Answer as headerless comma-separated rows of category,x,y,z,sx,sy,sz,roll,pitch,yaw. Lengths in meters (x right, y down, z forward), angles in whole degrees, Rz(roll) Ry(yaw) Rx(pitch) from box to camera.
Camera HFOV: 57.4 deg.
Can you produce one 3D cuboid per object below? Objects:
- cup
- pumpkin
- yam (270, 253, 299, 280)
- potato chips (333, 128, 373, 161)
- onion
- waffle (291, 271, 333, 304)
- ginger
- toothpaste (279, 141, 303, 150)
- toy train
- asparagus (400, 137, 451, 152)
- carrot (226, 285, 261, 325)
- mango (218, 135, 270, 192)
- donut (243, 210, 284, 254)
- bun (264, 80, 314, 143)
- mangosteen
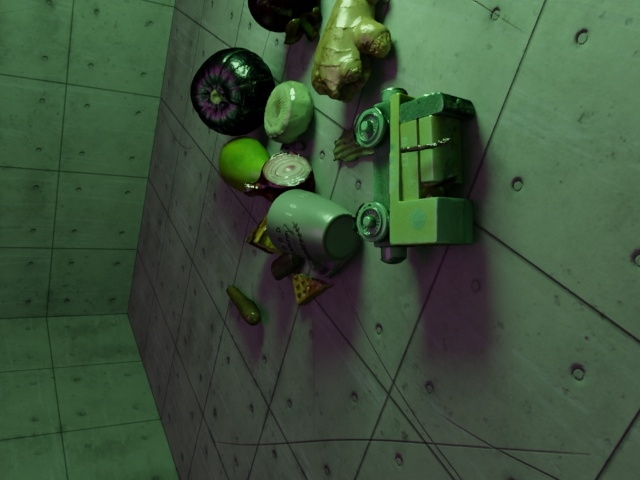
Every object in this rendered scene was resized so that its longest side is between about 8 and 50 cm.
cup,0.000,0.000,1.612,0.234,0.186,0.258,21,137,50
pumpkin,-0.294,-0.521,2.046,0.315,0.238,0.315,10,108,35
yam,-0.105,0.073,1.860,0.146,0.069,0.070,-39,56,44
potato chips,0.091,-0.262,1.575,0.207,0.028,0.092,-1,89,61
onion,-0.125,-0.164,1.764,0.195,0.218,0.140,57,163,35
waffle,-0.026,0.113,1.765,0.191,0.032,0.125,-42,51,48
ginger,0.077,-0.545,1.488,0.236,0.166,0.375,-134,46,-62
toothpaste,-0.094,-0.309,1.896,0.170,0.028,0.045,24,103,62
toy train,0.203,-0.148,1.265,0.253,0.160,0.397,-4,84,51
asparagus,0.208,-0.187,1.157,0.114,0.014,0.015,-3,100,42
carrot,-0.288,0.233,2.171,0.342,0.070,0.070,-146,62,-62
mango,-0.249,-0.258,2.035,0.343,0.156,0.192,31,123,52
donut,-0.151,-0.028,1.884,0.151,0.112,0.295,-56,15,-9
bun,-0.090,-0.390,1.805,0.195,0.118,0.195,-15,71,54
mangosteen,-0.096,-0.715,1.761,0.265,0.228,0.228,55,145,-3
